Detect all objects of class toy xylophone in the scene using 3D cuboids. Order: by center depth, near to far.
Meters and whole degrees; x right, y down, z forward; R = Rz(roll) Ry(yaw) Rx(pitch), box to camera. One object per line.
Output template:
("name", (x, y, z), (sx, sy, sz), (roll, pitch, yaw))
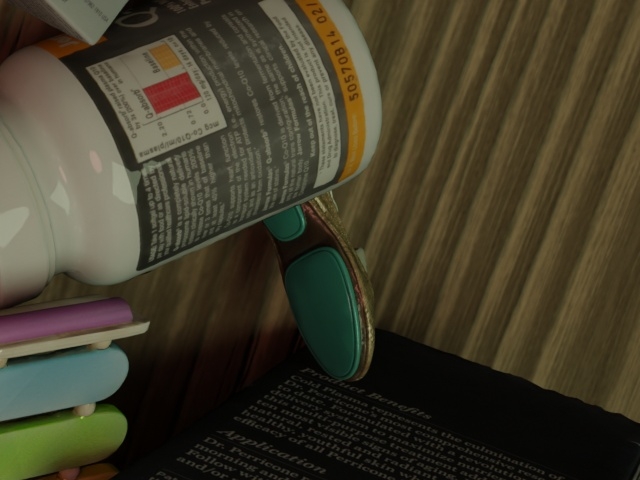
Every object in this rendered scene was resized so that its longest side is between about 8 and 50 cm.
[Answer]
("toy xylophone", (-0.224, 0.167, 1.042), (0.236, 0.081, 0.322), (-17, 132, -34))

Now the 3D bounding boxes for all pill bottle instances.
("pill bottle", (-0.112, -0.066, 1.095), (0.278, 0.162, 0.162), (-24, 127, -28))

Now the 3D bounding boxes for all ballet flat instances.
("ballet flat", (0.000, 0.000, 1.251), (0.067, 0.073, 0.206), (-24, 93, -52))

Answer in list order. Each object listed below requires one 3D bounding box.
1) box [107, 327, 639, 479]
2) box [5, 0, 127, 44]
("box", (0.007, 0.363, 1.218), (0.472, 0.297, 0.480), (-25, 133, -67))
("box", (-0.182, -0.191, 0.985), (0.072, 0.137, 0.126), (-54, 137, -8))
